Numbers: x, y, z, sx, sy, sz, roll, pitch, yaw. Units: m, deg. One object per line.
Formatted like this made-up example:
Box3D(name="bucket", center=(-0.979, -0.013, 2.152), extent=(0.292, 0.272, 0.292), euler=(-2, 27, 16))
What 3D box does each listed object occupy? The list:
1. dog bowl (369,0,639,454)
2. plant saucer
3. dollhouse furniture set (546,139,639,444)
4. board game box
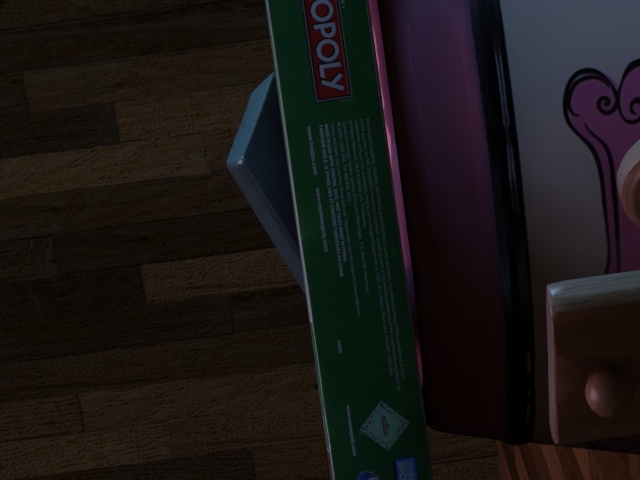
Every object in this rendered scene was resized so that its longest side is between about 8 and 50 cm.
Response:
Box3D(name="dog bowl", center=(0.103, -0.080, 0.952), extent=(0.408, 0.150, 0.408), euler=(-7, -90, -88))
Box3D(name="plant saucer", center=(0.000, 0.000, 1.018), extent=(0.192, 0.018, 0.067), euler=(60, -145, -40))
Box3D(name="dollhouse furniture set", center=(0.119, 0.045, 0.389), extent=(0.144, 0.123, 0.151), euler=(81, -178, -47))
Box3D(name="board game box", center=(0.014, -0.004, 0.884), extent=(0.213, 0.046, 0.317), euler=(-65, -32, -86))
